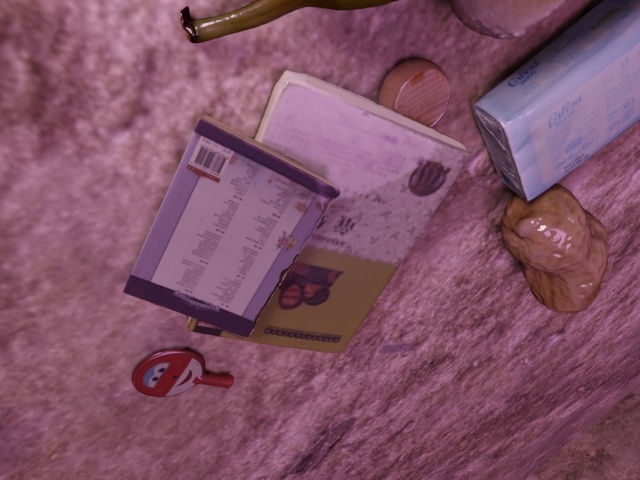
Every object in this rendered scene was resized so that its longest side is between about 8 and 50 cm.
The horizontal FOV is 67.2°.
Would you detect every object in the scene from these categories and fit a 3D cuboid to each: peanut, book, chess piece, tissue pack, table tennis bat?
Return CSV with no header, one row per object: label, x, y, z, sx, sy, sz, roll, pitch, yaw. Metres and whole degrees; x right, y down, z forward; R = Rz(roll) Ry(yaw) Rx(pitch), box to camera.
peanut,0.393,0.005,0.801,0.291,0.143,0.159,44,65,-41
book,0.000,0.000,0.588,0.239,0.035,0.352,15,120,-23
chess piece,0.106,-0.163,0.547,0.083,0.038,0.084,-15,134,-16
tissue pack,0.339,-0.192,0.628,0.263,0.089,0.177,-38,136,7
table tennis bat,-0.195,0.196,0.700,0.154,0.019,0.098,23,113,-39
book,-0.102,-0.001,0.531,0.157,0.026,0.231,26,116,-16

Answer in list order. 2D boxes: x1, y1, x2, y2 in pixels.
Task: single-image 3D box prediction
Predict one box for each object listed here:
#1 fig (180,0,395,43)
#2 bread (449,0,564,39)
fig,0.005,-0.219,0.364,0.259,0.151,0.151,-41,137,12
bread,0.220,-0.317,0.362,0.183,0.102,0.337,30,137,-29
